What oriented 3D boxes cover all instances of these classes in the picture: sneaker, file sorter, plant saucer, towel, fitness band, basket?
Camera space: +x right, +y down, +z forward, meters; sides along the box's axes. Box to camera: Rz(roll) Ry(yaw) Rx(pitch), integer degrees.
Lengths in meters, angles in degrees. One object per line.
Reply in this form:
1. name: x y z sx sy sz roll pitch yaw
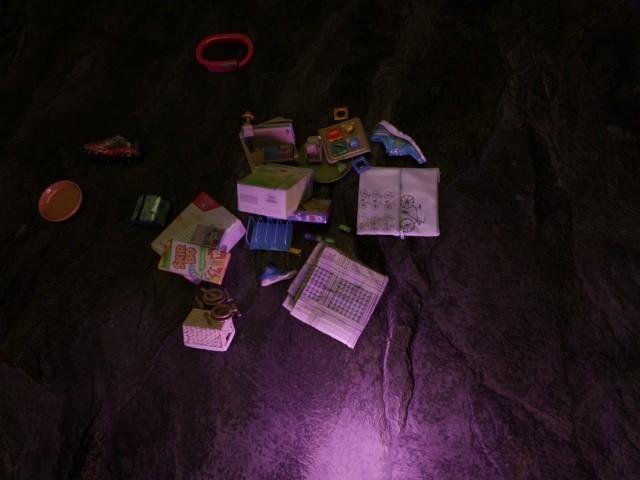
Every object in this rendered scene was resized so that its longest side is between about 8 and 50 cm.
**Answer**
1. sneaker: -0.172 0.119 1.673 0.152 0.058 0.085 -19 77 6
2. file sorter: -0.206 -0.031 1.709 0.170 0.104 0.118 4 70 8
3. sneaker: -0.955 -0.431 1.942 0.275 0.098 0.135 3 70 5
4. plant saucer: -1.166 -0.175 1.902 0.199 0.037 0.200 -2 69 5
5. towel: 0.055 0.193 1.597 0.324 0.056 0.312 28 80 9
6. fitness band: -0.475 -0.939 2.107 0.290 0.054 0.209 -1 67 5
7. sneaker: 0.336 -0.404 1.809 0.275 0.107 0.110 41 98 23
8. plant saucer: 0.024 -0.353 1.840 0.240 0.037 0.241 -2 70 5
9. basket: -0.418 0.330 1.574 0.167 0.103 0.113 7 31 8

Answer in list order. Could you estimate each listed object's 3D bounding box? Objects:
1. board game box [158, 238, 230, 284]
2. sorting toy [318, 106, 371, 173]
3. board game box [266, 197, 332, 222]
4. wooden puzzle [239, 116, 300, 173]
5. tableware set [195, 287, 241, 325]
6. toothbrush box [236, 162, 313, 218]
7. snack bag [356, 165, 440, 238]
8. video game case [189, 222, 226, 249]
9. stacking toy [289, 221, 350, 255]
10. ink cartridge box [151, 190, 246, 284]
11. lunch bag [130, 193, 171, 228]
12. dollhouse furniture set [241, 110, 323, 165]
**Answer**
1. board game box: -0.485 0.077 1.603 0.259 0.039 0.124 12 73 8
2. sorting toy: 0.102 -0.441 1.818 0.195 0.047 0.348 -16 68 0
3. board game box: -0.083 -0.131 1.713 0.243 0.042 0.165 6 27 9
4. wooden puzzle: -0.229 -0.418 1.893 0.220 0.044 0.239 -21 73 -2
5. tableware set: -0.389 0.235 1.594 0.128 0.039 0.194 -15 34 -25
6. toothbrush box: -0.172 -0.204 1.671 0.206 0.122 0.283 12 27 17
7. snack bag: 0.325 -0.164 1.738 0.342 0.037 0.323 3 70 7
8. video game case: -0.436 -0.016 1.633 0.122 0.011 0.087 13 63 8
9. stacking toy: 0.000 0.000 1.706 0.221 0.052 0.167 15 74 7
10. ink cartridge box: -0.489 -0.011 1.717 0.226 0.131 0.306 38 79 15
11. lunch bag: -0.739 -0.128 1.813 0.151 0.096 0.129 6 72 23
12. dollhouse furniture set: -0.151 -0.462 1.713 0.286 0.303 0.198 -5 74 6
